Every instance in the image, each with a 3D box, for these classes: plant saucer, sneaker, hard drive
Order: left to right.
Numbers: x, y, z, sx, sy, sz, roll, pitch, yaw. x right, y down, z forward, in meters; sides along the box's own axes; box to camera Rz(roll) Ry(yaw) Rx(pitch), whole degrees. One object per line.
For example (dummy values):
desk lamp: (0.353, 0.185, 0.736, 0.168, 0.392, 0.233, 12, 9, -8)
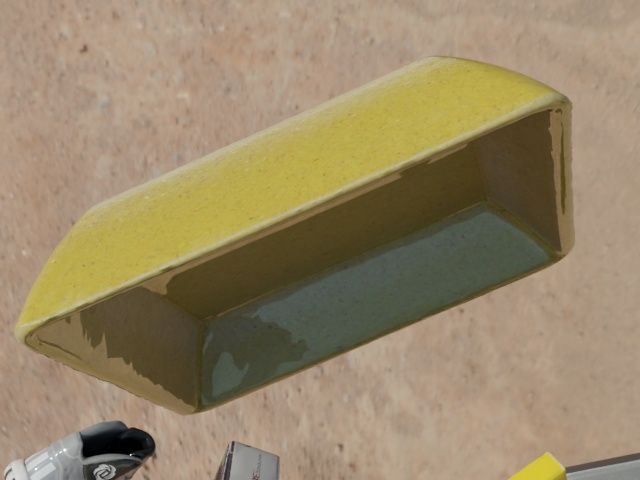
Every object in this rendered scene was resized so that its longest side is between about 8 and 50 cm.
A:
sneaker: (-0.209, 0.257, 1.260, 0.132, 0.229, 0.086, -36, 54, 5)
plant saucer: (0.000, 0.000, 0.812, 0.332, 0.333, 0.081, -23, 70, 5)
hard drive: (0.284, 0.253, 1.166, 0.094, 0.135, 0.022, 58, 44, -9)

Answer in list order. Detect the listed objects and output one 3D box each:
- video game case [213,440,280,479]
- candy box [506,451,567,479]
video game case: (-0.083, 0.273, 0.734, 0.041, 0.232, 0.210, 19, 22, -8)
candy box: (0.108, 0.254, 0.936, 0.206, 0.105, 0.027, -33, 45, -13)
